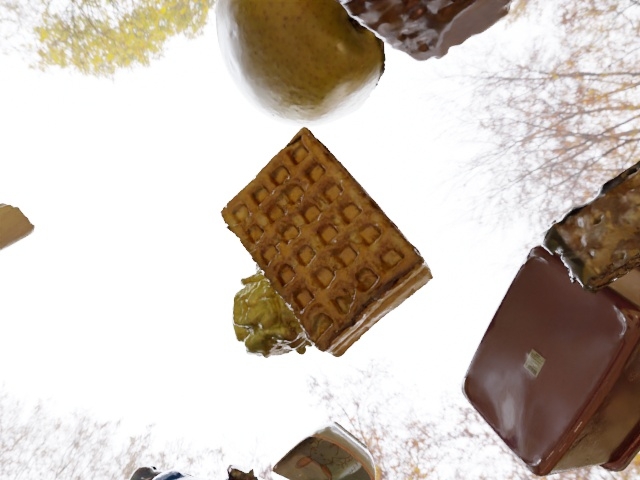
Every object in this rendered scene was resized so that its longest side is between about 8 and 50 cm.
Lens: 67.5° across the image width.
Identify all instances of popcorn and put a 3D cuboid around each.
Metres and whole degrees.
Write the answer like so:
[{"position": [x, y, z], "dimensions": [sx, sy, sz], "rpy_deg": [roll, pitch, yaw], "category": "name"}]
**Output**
[{"position": [-0.079, 0.144, 0.932], "dimensions": [0.187, 0.167, 0.186], "rpy_deg": [15, -54, 7], "category": "popcorn"}]

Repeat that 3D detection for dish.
[{"position": [0.014, 0.445, 0.968], "dimensions": [0.151, 0.212, 0.077], "rpy_deg": [37, -142, 1], "category": "dish"}]

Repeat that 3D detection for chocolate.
[{"position": [0.365, -0.066, 0.432], "dimensions": [0.065, 0.102, 0.329], "rpy_deg": [31, -59, -31], "category": "chocolate"}]

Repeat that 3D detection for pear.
[{"position": [-0.078, -0.353, 0.839], "dimensions": [0.191, 0.386, 0.340], "rpy_deg": [-29, -64, -18], "category": "pear"}]

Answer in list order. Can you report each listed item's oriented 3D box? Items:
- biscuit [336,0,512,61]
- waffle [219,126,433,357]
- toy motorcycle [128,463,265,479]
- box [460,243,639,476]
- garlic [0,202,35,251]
[{"position": [0.124, -0.391, 0.490], "dimensions": [0.395, 0.342, 0.166], "rpy_deg": [12, -122, -47], "category": "biscuit"}, {"position": [0.000, 0.000, 0.744], "dimensions": [0.213, 0.091, 0.308], "rpy_deg": [-44, -118, 9], "category": "waffle"}, {"position": [-0.202, 0.492, 0.830], "dimensions": [0.319, 0.241, 0.182], "rpy_deg": [40, -140, -39], "category": "toy motorcycle"}, {"position": [0.320, 0.143, 0.599], "dimensions": [0.167, 0.193, 0.294], "rpy_deg": [1, -61, -30], "category": "box"}, {"position": [-0.283, 0.025, 0.297], "dimensions": [0.218, 0.212, 0.219], "rpy_deg": [5, -69, 13], "category": "garlic"}]
